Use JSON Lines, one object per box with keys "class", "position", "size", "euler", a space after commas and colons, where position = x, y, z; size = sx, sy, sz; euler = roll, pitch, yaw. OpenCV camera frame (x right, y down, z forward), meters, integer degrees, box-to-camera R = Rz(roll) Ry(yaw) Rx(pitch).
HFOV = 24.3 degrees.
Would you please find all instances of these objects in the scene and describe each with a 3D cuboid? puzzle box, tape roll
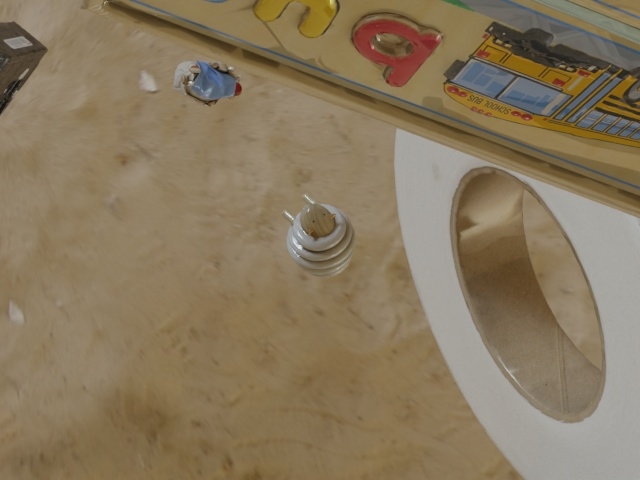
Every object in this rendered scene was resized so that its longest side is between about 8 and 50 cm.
{"class": "puzzle box", "position": [0.120, -0.105, 0.612], "size": [0.409, 0.272, 0.052], "euler": [19, 65, -11]}
{"class": "tape roll", "position": [0.180, 0.029, 1.136], "size": [0.072, 0.392, 0.392], "euler": [-20, 98, -19]}

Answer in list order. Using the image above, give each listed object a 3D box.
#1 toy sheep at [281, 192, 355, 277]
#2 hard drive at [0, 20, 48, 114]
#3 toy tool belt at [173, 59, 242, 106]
{"class": "toy sheep", "position": [0.000, 0.000, 1.776], "size": [0.091, 0.132, 0.091], "euler": [-6, 57, 9]}
{"class": "hard drive", "position": [-0.450, -0.089, 1.625], "size": [0.064, 0.237, 0.339], "euler": [39, 105, -1]}
{"class": "toy tool belt", "position": [-0.113, -0.170, 1.596], "size": [0.083, 0.051, 0.052], "euler": [10, 80, -31]}
